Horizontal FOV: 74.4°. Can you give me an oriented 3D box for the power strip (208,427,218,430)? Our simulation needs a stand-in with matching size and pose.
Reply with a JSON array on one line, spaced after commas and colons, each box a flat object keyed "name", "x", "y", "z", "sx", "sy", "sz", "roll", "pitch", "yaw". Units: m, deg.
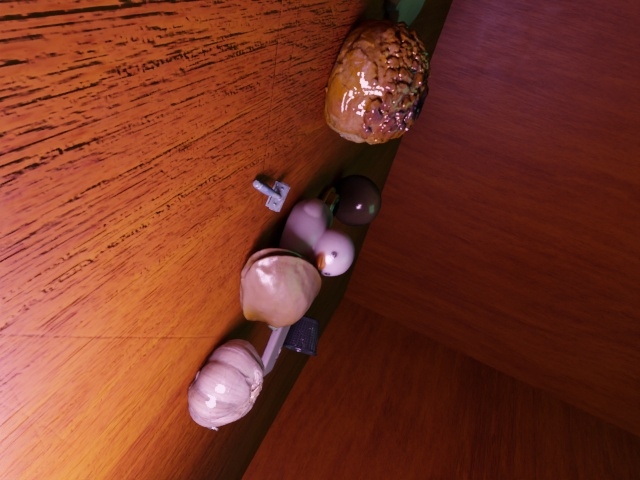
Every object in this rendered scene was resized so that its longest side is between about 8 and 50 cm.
[{"name": "power strip", "x": -0.269, "y": 0.445, "z": 1.271, "sx": 0.216, "sy": 0.061, "sz": 0.145, "roll": -50, "pitch": 162, "yaw": -58}]

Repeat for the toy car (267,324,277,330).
[{"name": "toy car", "x": -0.151, "y": 0.245, "z": 1.425, "sx": 0.186, "sy": 0.058, "sz": 0.094, "roll": 141, "pitch": -27, "yaw": -87}]

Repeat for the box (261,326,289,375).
[{"name": "box", "x": -0.182, "y": 0.418, "z": 1.698, "sx": 0.285, "sy": 0.044, "sz": 0.142, "roll": -67, "pitch": 167, "yaw": 7}]

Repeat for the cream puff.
[{"name": "cream puff", "x": 0.155, "y": -0.383, "z": 1.085, "sx": 0.343, "sy": 0.231, "sz": 0.327, "roll": 96, "pitch": 17, "yaw": -59}]

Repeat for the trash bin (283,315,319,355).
[{"name": "trash bin", "x": -0.077, "y": 0.434, "z": 1.951, "sx": 0.175, "sy": 0.175, "sz": 0.161, "roll": 83, "pitch": 24, "yaw": -71}]

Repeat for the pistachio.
[{"name": "pistachio", "x": -0.098, "y": 0.111, "z": 1.063, "sx": 0.212, "sy": 0.163, "sz": 0.261, "roll": -16, "pitch": 146, "yaw": -20}]

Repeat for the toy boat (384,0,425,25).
[{"name": "toy boat", "x": 0.241, "y": -0.710, "z": 1.263, "sx": 0.208, "sy": 0.078, "sz": 0.134, "roll": -50, "pitch": 157, "yaw": -20}]

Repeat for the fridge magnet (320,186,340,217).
[{"name": "fridge magnet", "x": 0.026, "y": -0.118, "z": 1.481, "sx": 0.143, "sy": 0.063, "sz": 0.143, "roll": 22, "pitch": 90, "yaw": -77}]

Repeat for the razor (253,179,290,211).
[{"name": "razor", "x": -0.112, "y": -0.107, "z": 0.910, "sx": 0.068, "sy": 0.040, "sz": 0.135, "roll": -66, "pitch": 165, "yaw": 1}]

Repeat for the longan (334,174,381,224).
[{"name": "longan", "x": 0.132, "y": -0.149, "z": 1.593, "sx": 0.197, "sy": 0.196, "sz": 0.220, "roll": -64, "pitch": -174, "yaw": -11}]

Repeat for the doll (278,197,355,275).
[{"name": "doll", "x": 0.000, "y": 0.000, "z": 1.186, "sx": 0.251, "sy": 0.220, "sz": 0.221, "roll": -70, "pitch": 178, "yaw": -57}]

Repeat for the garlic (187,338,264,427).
[{"name": "garlic", "x": -0.225, "y": 0.358, "z": 1.054, "sx": 0.228, "sy": 0.152, "sz": 0.228, "roll": -59, "pitch": 174, "yaw": -11}]
